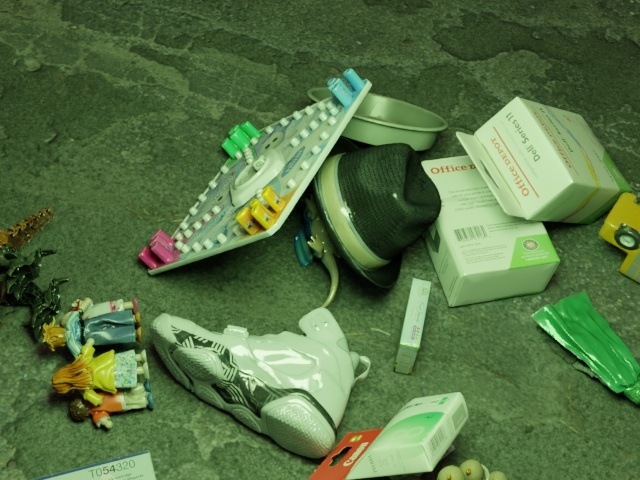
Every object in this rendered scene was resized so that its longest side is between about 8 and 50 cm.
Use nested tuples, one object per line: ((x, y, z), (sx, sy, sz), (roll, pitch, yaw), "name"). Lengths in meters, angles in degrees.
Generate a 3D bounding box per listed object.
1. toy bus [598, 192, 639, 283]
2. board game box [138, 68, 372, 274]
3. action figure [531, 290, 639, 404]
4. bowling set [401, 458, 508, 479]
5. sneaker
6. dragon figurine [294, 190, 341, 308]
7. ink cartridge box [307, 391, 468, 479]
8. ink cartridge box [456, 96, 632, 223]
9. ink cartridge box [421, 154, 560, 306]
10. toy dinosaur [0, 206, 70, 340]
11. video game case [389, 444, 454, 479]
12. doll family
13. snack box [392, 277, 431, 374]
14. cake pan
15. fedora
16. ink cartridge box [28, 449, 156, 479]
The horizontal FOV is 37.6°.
((0.693, 0.044, 1.787), (0.333, 0.130, 0.108), (30, 57, 15), "toy bus")
((-0.126, -0.124, 1.697), (0.050, 0.390, 0.390), (47, 53, -22), "board game box")
((0.500, 0.202, 1.692), (0.137, 0.063, 0.232), (-23, 55, -23), "action figure")
((0.167, 0.411, 1.425), (0.200, 0.287, 0.154), (-7, 65, 23), "bowling set")
((-0.096, 0.194, 1.594), (0.366, 0.137, 0.210), (31, 55, 11), "sneaker")
((0.000, 0.000, 1.772), (0.085, 0.144, 0.289), (-7, 74, -14), "dragon figurine")
((0.098, 0.306, 1.458), (0.225, 0.056, 0.181), (-12, 10, 29), "ink cartridge box")
((0.429, -0.149, 1.784), (0.353, 0.119, 0.207), (1, 55, -51), "ink cartridge box")
((0.306, -0.026, 1.806), (0.198, 0.114, 0.272), (-8, 55, -13), "ink cartridge box")
((-0.572, 0.059, 1.637), (0.218, 0.164, 0.321), (14, 74, 24), "toy dinosaur")
((0.152, 0.351, 1.577), (0.122, 0.011, 0.087), (-30, 62, -25), "video game case")
((-0.379, 0.180, 1.577), (0.163, 0.118, 0.263), (-9, 55, -12), "doll family")
((0.163, 0.153, 1.668), (0.037, 0.100, 0.141), (13, 53, 3), "snack box")
((0.111, -0.247, 1.904), (0.293, 0.054, 0.293), (12, 19, -4), "cake pan")
((0.118, -0.080, 1.692), (0.153, 0.334, 0.334), (-26, 51, 23), "fedora")
((-0.370, 0.504, 1.373), (0.324, 0.071, 0.330), (-12, 53, -14), "ink cartridge box")
